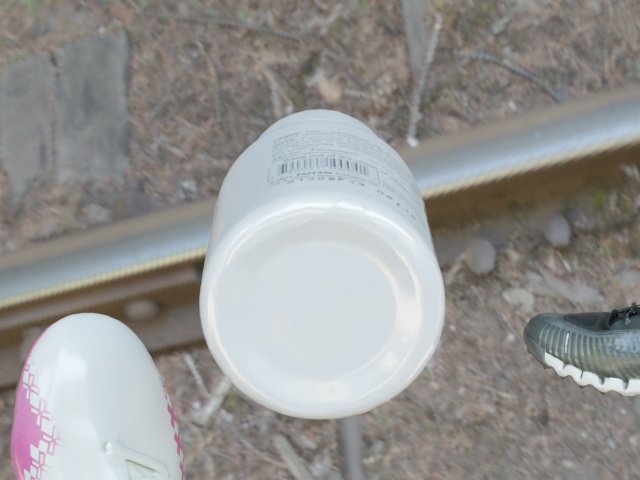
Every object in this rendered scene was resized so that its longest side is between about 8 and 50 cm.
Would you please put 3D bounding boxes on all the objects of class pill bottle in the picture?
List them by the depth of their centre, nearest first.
[{"bbox_3d":[0.000,0.000,0.840,0.131,0.131,0.229,-31,17,10],"label":"pill bottle"}]

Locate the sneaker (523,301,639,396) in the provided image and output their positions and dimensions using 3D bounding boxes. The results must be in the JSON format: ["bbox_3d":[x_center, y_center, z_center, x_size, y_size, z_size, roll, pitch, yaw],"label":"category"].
[{"bbox_3d":[0.269,0.068,1.060,0.234,0.078,0.106,12,112,25],"label":"sneaker"}]

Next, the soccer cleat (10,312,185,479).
[{"bbox_3d":[-0.113,0.211,0.876,0.143,0.116,0.331,5,100,55],"label":"soccer cleat"}]
